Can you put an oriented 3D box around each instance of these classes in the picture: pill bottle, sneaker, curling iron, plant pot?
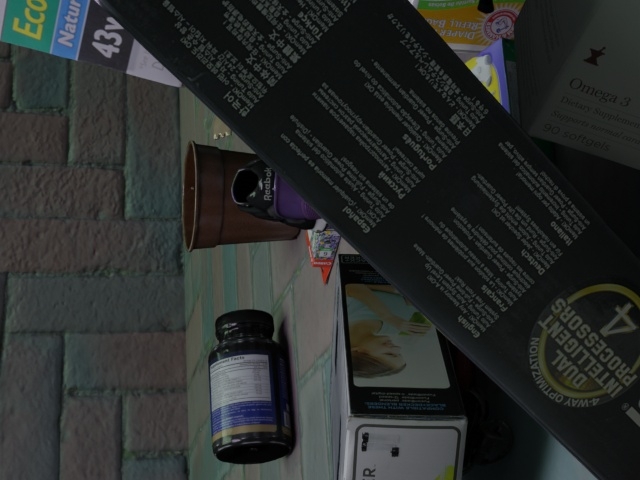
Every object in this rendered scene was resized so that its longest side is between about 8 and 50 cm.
[{"bbox_3d":[-0.111,0.224,1.626,0.123,0.123,0.219,116,152,-59],"label":"pill bottle"},{"bbox_3d":[-0.043,-0.068,1.231,0.283,0.124,0.107,165,108,-82],"label":"sneaker"},{"bbox_3d":[0.128,0.053,0.861,0.068,0.035,0.274,-14,72,59],"label":"curling iron"},{"bbox_3d":[-0.117,-0.063,1.584,0.167,0.165,0.167,-178,90,-76],"label":"plant pot"}]

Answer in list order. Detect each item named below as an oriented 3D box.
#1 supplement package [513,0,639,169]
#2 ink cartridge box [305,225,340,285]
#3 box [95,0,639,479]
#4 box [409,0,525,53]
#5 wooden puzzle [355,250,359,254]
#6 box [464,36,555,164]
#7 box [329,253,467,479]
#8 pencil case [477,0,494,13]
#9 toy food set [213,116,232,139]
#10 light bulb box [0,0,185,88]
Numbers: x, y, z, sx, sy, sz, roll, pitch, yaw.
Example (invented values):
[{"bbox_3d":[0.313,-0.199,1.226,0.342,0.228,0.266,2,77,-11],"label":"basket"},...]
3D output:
[{"bbox_3d":[0.170,-0.127,0.465,0.105,0.105,0.179,-81,10,-49],"label":"supplement package"},{"bbox_3d":[0.000,0.000,1.385,0.063,0.029,0.115,-102,20,-43],"label":"ink cartridge box"},{"bbox_3d":[0.038,-0.050,0.576,0.097,0.395,0.318,-46,25,3],"label":"box"},{"bbox_3d":[0.117,-0.252,0.777,0.114,0.103,0.203,-104,20,-45],"label":"box"},{"bbox_3d":[0.067,-0.102,1.113,0.221,0.044,0.238,116,156,-61],"label":"wooden puzzle"},{"bbox_3d":[0.110,-0.076,0.841,0.179,0.043,0.105,-33,56,58],"label":"box"},{"bbox_3d":[0.056,0.143,0.892,0.290,0.087,0.169,-91,3,-68],"label":"box"},{"bbox_3d":[0.162,-0.272,0.565,0.133,0.119,0.306,-127,41,-69],"label":"pencil case"},{"bbox_3d":[-0.052,-0.202,1.410,0.038,0.192,0.132,34,-130,-56],"label":"toy food set"},{"bbox_3d":[-0.173,-0.383,0.913,0.361,0.225,0.358,-96,23,-55],"label":"light bulb box"}]
